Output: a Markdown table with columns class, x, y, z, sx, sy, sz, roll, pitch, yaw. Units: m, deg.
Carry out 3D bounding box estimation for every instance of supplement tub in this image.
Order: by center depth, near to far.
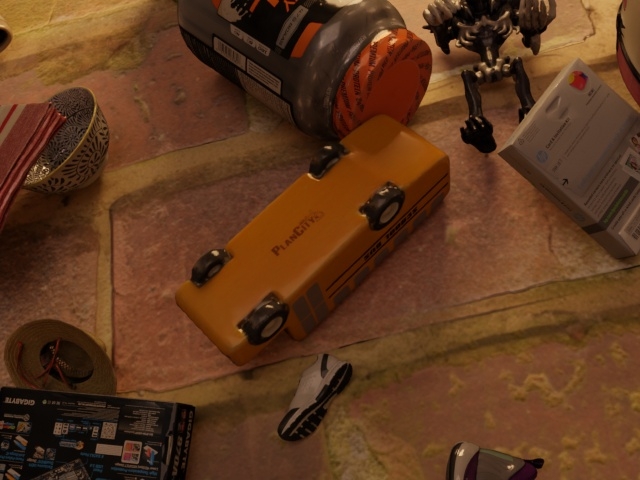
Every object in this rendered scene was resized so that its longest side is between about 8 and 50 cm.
| class | x | y | z | sx | sy | sz | roll | pitch | yaw |
| --- | --- | --- | --- | --- | --- | --- | --- | --- | --- |
| supplement tub | -0.022 | -0.258 | 0.855 | 0.316 | 0.193 | 0.193 | 38 | 75 | 26 |

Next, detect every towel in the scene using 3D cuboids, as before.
| class | x | y | z | sx | sy | sz | roll | pitch | yaw |
| --- | --- | --- | --- | --- | --- | --- | --- | --- | --- |
| towel | -0.504 | -0.083 | 0.901 | 0.329 | 0.037 | 0.237 | 7 | 65 | 37 |

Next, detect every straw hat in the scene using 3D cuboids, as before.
| class | x | y | z | sx | sy | sz | roll | pitch | yaw |
| --- | --- | --- | --- | --- | --- | --- | --- | --- | --- |
| straw hat | -0.293 | 0.136 | 0.774 | 0.144 | 0.144 | 0.061 | 2 | 23 | 13 |

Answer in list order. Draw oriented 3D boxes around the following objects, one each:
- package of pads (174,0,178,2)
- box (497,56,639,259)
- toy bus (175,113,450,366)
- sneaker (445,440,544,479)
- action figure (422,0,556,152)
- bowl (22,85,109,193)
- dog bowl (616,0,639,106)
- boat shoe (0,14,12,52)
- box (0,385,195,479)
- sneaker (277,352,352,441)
| class | x | y | z | sx | sy | sz | roll | pitch | yaw |
| --- | --- | --- | --- | --- | --- | --- | --- | --- | --- |
| package of pads | -0.142 | -0.520 | 0.986 | 0.296 | 0.101 | 0.229 | -9 | 48 | 56 |
| box | 0.315 | -0.092 | 0.740 | 0.186 | 0.038 | 0.145 | 40 | 75 | -4 |
| toy bus | 0.000 | 0.000 | 0.749 | 0.332 | 0.130 | 0.108 | -44 | 64 | -12 |
| sneaker | 0.158 | 0.299 | 0.589 | 0.098 | 0.083 | 0.224 | 6 | 63 | 9 |
| action figure | 0.219 | -0.260 | 0.839 | 0.164 | 0.141 | 0.276 | -10 | 64 | 8 |
| bowl | -0.349 | -0.123 | 0.906 | 0.170 | 0.080 | 0.170 | -17 | 53 | 24 |
| dog bowl | 0.525 | -0.234 | 0.720 | 0.408 | 0.150 | 0.408 | 0 | 56 | 0 |
| boat shoe | -0.643 | -0.282 | 1.050 | 0.302 | 0.109 | 0.098 | -36 | 60 | -15 |
| box | -0.255 | 0.253 | 0.699 | 0.220 | 0.051 | 0.175 | 1 | 73 | 13 |
| sneaker | -0.012 | 0.172 | 0.719 | 0.044 | 0.040 | 0.109 | 26 | 66 | 40 |
